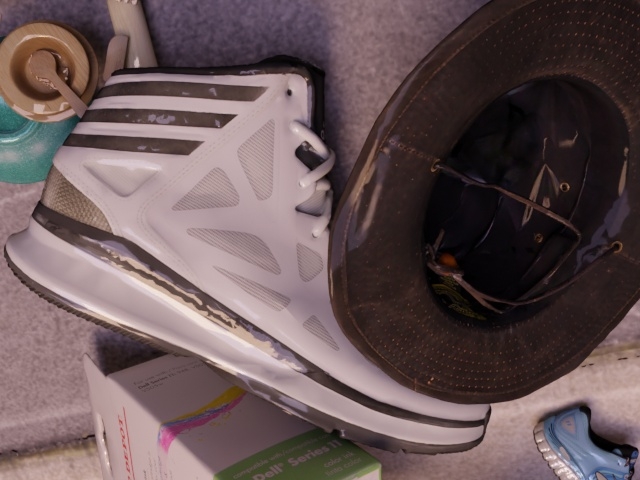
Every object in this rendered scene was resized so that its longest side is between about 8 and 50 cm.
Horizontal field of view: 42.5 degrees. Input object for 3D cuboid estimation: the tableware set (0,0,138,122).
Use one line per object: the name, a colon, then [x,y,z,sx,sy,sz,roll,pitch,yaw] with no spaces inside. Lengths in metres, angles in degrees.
tableware set: [-0.220,-0.195,0.680,0.128,0.039,0.194,8,93,-7]

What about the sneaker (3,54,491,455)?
sneaker: [0.000,0.000,0.691,0.447,0.169,0.258,26,93,-18]

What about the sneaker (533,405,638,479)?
sneaker: [0.272,0.225,0.762,0.073,0.063,0.162,-40,80,12]

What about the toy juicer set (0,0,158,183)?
toy juicer set: [-0.269,-0.155,0.743,0.328,0.089,0.209,6,93,-6]

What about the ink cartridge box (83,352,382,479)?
ink cartridge box: [-0.094,0.231,0.768,0.353,0.119,0.207,23,123,50]

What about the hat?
hat: [0.138,-0.044,0.634,0.331,0.134,0.331,-8,118,-16]

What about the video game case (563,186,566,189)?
video game case: [0.217,-0.093,0.692,0.166,0.015,0.119,14,112,6]
